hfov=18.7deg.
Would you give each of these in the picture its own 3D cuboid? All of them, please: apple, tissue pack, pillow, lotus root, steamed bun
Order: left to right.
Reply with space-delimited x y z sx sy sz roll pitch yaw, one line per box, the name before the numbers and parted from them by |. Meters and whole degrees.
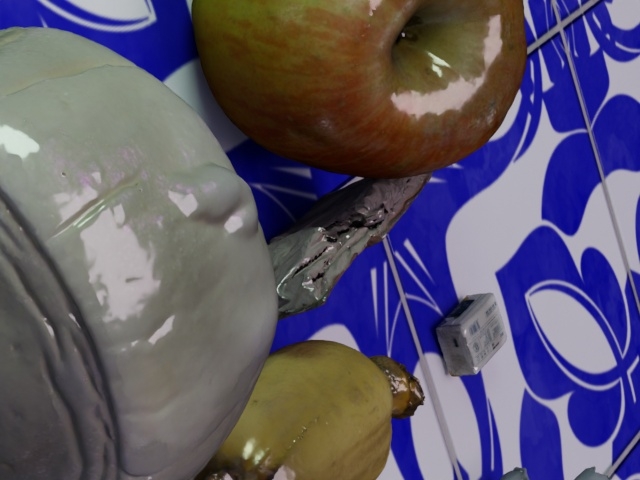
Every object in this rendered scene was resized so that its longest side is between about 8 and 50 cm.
steamed bun | -0.168 0.036 1.396 0.247 0.236 0.383 -42 117 -49
lotus root | -0.025 0.173 1.675 0.303 0.131 0.146 -31 132 -53
pillow | 0.000 0.000 1.741 0.049 0.135 0.248 59 39 -13
apple | 0.023 -0.204 1.727 0.301 0.301 0.301 15 71 -54
tissue pack | 0.158 0.098 2.033 0.083 0.042 0.062 -40 115 -51

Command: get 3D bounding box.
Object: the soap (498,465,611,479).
soap | 0.218 0.411 1.957 0.302 0.159 0.258 -42 115 -48
